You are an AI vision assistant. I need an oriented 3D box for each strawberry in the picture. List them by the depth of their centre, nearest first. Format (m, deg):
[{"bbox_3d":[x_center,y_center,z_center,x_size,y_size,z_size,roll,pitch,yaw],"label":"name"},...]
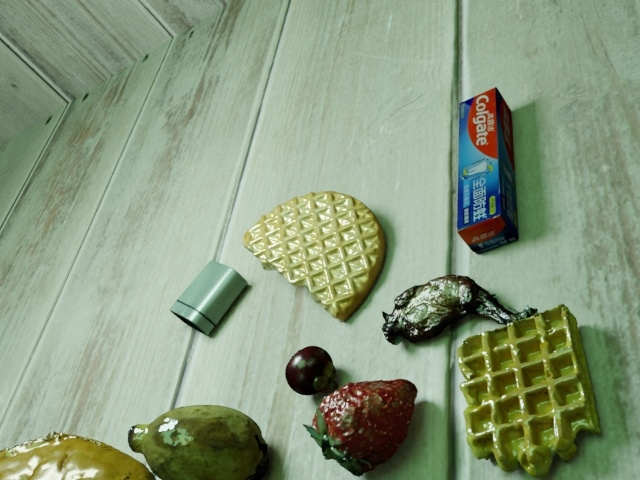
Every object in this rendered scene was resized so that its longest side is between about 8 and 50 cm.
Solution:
[{"bbox_3d":[0.061,0.237,1.094,0.131,0.131,0.148,11,62,51],"label":"strawberry"}]

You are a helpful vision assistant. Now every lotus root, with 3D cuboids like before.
[{"bbox_3d":[-0.183,0.313,1.219,0.138,0.214,0.138,-172,90,-81],"label":"lotus root"}]

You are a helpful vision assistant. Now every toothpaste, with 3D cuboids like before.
[{"bbox_3d":[0.271,-0.121,1.328,0.076,0.066,0.320,-22,39,29],"label":"toothpaste"}]

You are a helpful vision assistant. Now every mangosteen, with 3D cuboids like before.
[{"bbox_3d":[-0.015,0.204,1.259,0.081,0.081,0.081,-28,36,23],"label":"mangosteen"}]

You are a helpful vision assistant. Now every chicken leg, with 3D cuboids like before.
[{"bbox_3d":[0.195,0.100,1.175,0.253,0.051,0.106,-10,52,39],"label":"chicken leg"}]

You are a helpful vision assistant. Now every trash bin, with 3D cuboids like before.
[{"bbox_3d":[-0.219,0.110,1.595,0.116,0.059,0.130,16,63,52],"label":"trash bin"}]

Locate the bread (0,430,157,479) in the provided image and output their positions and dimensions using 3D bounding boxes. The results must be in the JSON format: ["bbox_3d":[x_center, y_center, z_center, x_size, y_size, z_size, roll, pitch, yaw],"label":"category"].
[{"bbox_3d":[-0.404,0.459,1.169,0.398,0.215,0.398,-13,30,8],"label":"bread"}]

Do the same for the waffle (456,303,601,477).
[{"bbox_3d":[0.251,0.194,1.003,0.160,0.055,0.211,-24,39,26],"label":"waffle"}]

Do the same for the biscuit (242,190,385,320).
[{"bbox_3d":[0.000,0.000,1.446,0.204,0.040,0.309,-46,46,-10],"label":"biscuit"}]
